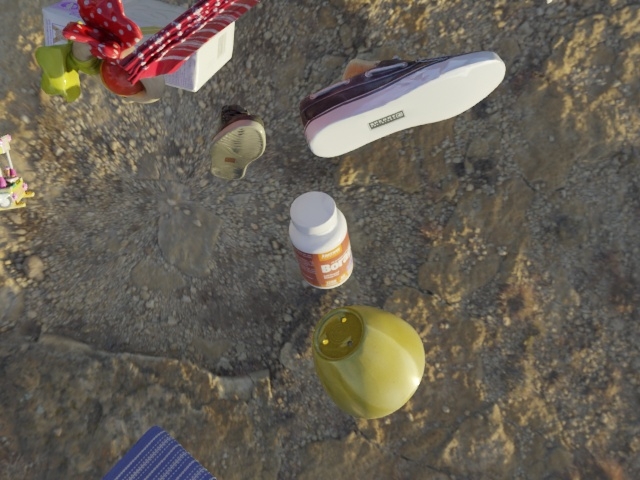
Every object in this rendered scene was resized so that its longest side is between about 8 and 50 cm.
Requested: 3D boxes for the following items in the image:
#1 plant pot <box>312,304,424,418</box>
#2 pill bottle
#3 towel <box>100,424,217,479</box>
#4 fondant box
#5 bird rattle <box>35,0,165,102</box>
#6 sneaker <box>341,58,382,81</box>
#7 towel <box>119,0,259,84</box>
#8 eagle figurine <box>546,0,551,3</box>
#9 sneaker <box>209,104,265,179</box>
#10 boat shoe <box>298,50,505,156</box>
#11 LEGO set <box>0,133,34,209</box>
[{"bbox_3d":[0.043,0.129,0.663,0.134,0.134,0.095,-49,136,-7],"label":"plant pot"},{"bbox_3d":[0.000,0.000,1.188,0.121,0.216,0.121,-5,54,7],"label":"pill bottle"},{"bbox_3d":[-0.337,0.525,1.108,0.243,0.336,0.040,-47,126,-23],"label":"towel"},{"bbox_3d":[-0.382,-0.445,1.226,0.330,0.238,0.096,14,126,2],"label":"fondant box"},{"bbox_3d":[-0.360,-0.319,0.977,0.207,0.253,0.143,33,61,-42],"label":"bird rattle"},{"bbox_3d":[0.150,-0.300,1.137,0.121,0.302,0.108,9,113,-24],"label":"sneaker"},{"bbox_3d":[-0.127,-0.302,0.748,0.275,0.199,0.031,-31,106,14],"label":"towel"},{"bbox_3d":[0.325,-0.420,0.576,0.225,0.298,0.226,36,60,-43],"label":"eagle figurine"},{"bbox_3d":[-0.142,-0.190,0.940,0.083,0.222,0.118,8,76,-19],"label":"sneaker"},{"bbox_3d":[0.113,-0.223,0.832,0.301,0.108,0.102,-21,64,9],"label":"boat shoe"},{"bbox_3d":[-0.555,-0.114,0.918,0.132,0.287,0.107,-20,113,-36],"label":"LEGO set"}]
